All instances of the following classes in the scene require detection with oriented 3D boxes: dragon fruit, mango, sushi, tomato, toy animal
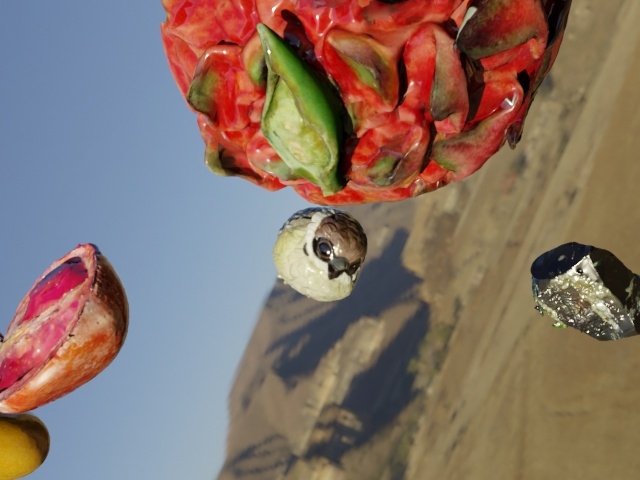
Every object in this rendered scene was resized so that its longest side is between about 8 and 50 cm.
[{"bbox_3d":[0.034,-0.147,0.704,0.234,0.233,0.293,107,-176,-61],"label":"dragon fruit"},{"bbox_3d":[-0.383,0.221,1.376,0.102,0.184,0.085,-9,78,53],"label":"mango"},{"bbox_3d":[0.227,0.045,1.109,0.084,0.083,0.056,-19,40,47],"label":"sushi"},{"bbox_3d":[-0.258,0.104,1.318,0.173,0.099,0.189,-27,38,38],"label":"tomato"},{"bbox_3d":[0.000,0.000,1.298,0.137,0.098,0.098,-107,33,-55],"label":"toy animal"}]
